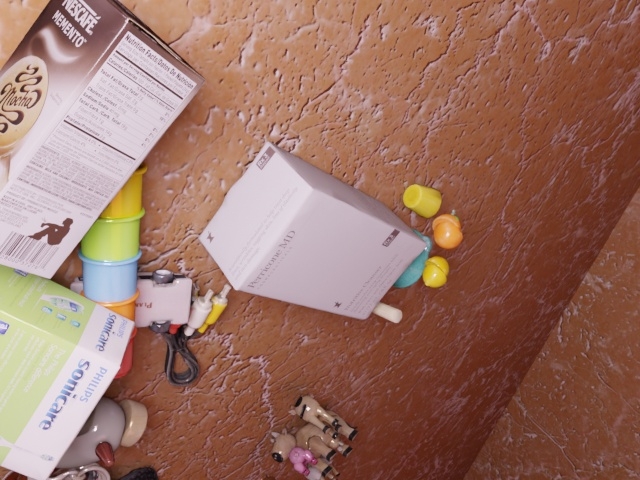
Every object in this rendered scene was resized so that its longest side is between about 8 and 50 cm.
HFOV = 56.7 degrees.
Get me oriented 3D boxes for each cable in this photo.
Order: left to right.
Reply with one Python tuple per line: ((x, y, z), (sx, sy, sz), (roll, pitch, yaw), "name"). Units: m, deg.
((-0.259, 0.188, 1.091), (0.139, 0.072, 0.287), (-5, 129, -34), "cable")

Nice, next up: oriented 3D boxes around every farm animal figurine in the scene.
((-0.035, 0.526, 1.567), (0.326, 0.172, 0.330), (-3, 120, -57), "farm animal figurine")

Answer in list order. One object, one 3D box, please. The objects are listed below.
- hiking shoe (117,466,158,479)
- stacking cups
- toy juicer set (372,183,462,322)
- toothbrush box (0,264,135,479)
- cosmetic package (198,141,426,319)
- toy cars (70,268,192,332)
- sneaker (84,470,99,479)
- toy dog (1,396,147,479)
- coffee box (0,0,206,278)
((-0.444, 0.542, 1.261), (0.114, 0.086, 0.227), (-10, 175, 24), "hiking shoe")
((-0.289, 0.044, 0.837), (0.096, 0.096, 0.316), (-12, 117, -36), "stacking cups")
((0.194, 0.058, 1.281), (0.089, 0.209, 0.329), (17, 112, -41), "toy juicer set")
((-0.418, 0.144, 0.748), (0.283, 0.122, 0.206), (31, 104, -17), "toothbrush box")
((0.000, 0.000, 1.086), (0.385, 0.156, 0.217), (17, 114, -51), "cosmetic package")
((-0.385, 0.154, 0.926), (0.393, 0.087, 0.176), (-39, 124, -13), "toy cars")
((-0.503, 0.498, 1.188), (0.119, 0.047, 0.057), (-37, 128, -16), "sneaker")
((-0.438, 0.397, 1.031), (0.220, 0.161, 0.334), (15, 113, -31), "toy dog")
((-0.292, -0.131, 0.673), (0.297, 0.168, 0.119), (-50, 143, 7), "coffee box")
